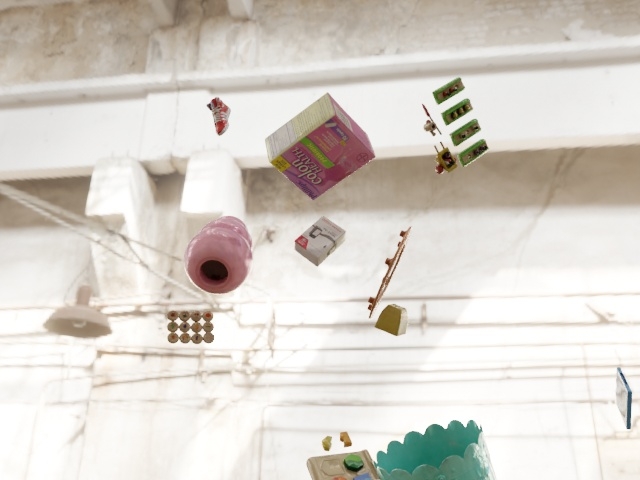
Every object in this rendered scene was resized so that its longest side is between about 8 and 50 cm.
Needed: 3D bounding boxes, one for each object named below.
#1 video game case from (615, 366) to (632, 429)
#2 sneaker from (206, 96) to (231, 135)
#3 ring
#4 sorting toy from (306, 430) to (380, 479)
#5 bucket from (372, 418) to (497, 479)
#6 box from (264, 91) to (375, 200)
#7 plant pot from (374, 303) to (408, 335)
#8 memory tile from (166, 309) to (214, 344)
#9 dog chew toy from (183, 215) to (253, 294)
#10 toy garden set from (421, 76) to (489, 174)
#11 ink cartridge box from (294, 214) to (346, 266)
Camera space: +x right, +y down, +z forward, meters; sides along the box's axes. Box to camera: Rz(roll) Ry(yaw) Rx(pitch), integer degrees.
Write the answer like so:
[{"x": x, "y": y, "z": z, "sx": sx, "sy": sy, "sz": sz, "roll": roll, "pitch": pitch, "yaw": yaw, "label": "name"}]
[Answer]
[{"x": 0.886, "y": 0.459, "z": 1.963, "sx": 0.015, "sy": 0.119, "sz": 0.166, "roll": -1, "pitch": 13, "yaw": 14, "label": "video game case"}, {"x": -0.279, "y": -0.339, "z": 1.812, "sx": 0.042, "sy": 0.119, "sz": 0.067, "roll": -22, "pitch": -46, "yaw": 24, "label": "sneaker"}, {"x": 0.221, "y": 0.102, "z": 2.202, "sx": 0.032, "sy": 0.337, "sz": 0.337, "roll": 24, "pitch": -25, "yaw": 9, "label": "ring"}, {"x": 0.072, "y": 0.768, "z": 2.296, "sx": 0.228, "sy": 0.307, "sz": 0.041, "roll": -4, "pitch": -62, "yaw": -18, "label": "sorting toy"}, {"x": 0.270, "y": 0.544, "z": 1.520, "sx": 0.281, "sy": 0.183, "sz": 0.281, "roll": -19, "pitch": -2, "yaw": -1, "label": "bucket"}, {"x": -0.001, "y": -0.273, "z": 1.982, "sx": 0.242, "sy": 0.117, "sz": 0.213, "roll": -33, "pitch": -46, "yaw": 19, "label": "box"}, {"x": 0.230, "y": 0.245, "z": 2.109, "sx": 0.081, "sy": 0.083, "sz": 0.081, "roll": 19, "pitch": 8, "yaw": 28, "label": "plant pot"}, {"x": -0.406, "y": 0.271, "z": 2.097, "sx": 0.147, "sy": 0.113, "sz": 0.012, "roll": 3, "pitch": -29, "yaw": -17, "label": "memory tile"}, {"x": -0.303, "y": 0.026, "z": 2.084, "sx": 0.206, "sy": 0.332, "sz": 0.207, "roll": 1, "pitch": -65, "yaw": 2, "label": "dog chew toy"}, {"x": 0.393, "y": -0.331, "z": 1.980, "sx": 0.203, "sy": 0.244, "sz": 0.049, "roll": -33, "pitch": 16, "yaw": -23, "label": "toy garden set"}, {"x": 0.000, "y": 0.000, "z": 2.272, "sx": 0.109, "sy": 0.150, "sz": 0.063, "roll": 35, "pitch": -29, "yaw": 23, "label": "ink cartridge box"}]
